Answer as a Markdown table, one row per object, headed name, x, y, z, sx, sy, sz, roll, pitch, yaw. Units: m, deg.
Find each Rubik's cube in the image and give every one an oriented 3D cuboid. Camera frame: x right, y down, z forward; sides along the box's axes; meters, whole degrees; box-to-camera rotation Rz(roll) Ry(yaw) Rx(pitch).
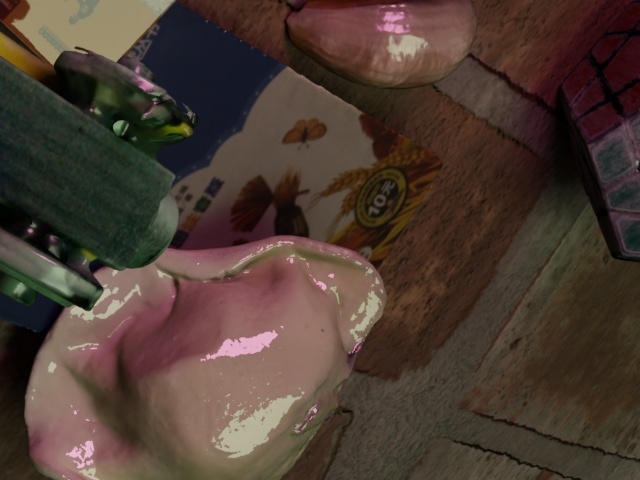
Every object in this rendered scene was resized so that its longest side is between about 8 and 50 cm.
| name | x | y | z | sx | sy | sz | roll | pitch | yaw |
| --- | --- | --- | --- | --- | --- | --- | --- | --- | --- |
| Rubik's cube | 0.394 | -0.102 | 1.947 | 0.319 | 0.264 | 0.319 | -27 | 137 | -28 |

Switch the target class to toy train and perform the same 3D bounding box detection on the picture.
| name | x | y | z | sx | sy | sz | roll | pitch | yaw |
| --- | --- | --- | --- | --- | --- | --- | --- | --- | --- |
| toy train | -0.277 | -0.105 | 1.253 | 0.442 | 0.272 | 0.179 | 36 | 79 | -52 |

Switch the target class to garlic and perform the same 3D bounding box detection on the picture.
| name | x | y | z | sx | sy | sz | roll | pitch | yaw |
| --- | --- | --- | --- | --- | --- | --- | --- | --- | --- |
| garlic | 0.075 | -0.183 | 1.687 | 0.195 | 0.101 | 0.087 | -16 | 130 | -37 |

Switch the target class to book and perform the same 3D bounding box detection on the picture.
| name | x | y | z | sx | sy | sz | roll | pitch | yaw |
| --- | --- | --- | --- | --- | --- | --- | --- | --- | --- |
| book | -0.161 | -0.207 | 1.469 | 0.172 | 0.012 | 0.118 | -48 | 123 | -4 |
| book | -0.097 | -0.020 | 1.676 | 0.428 | 0.039 | 0.300 | 26 | 101 | -48 |

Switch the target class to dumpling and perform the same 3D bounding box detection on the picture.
| name | x | y | z | sx | sy | sz | roll | pitch | yaw |
| --- | --- | --- | --- | --- | --- | --- | --- | --- | --- |
| dumpling | -0.107 | 0.107 | 1.646 | 0.243 | 0.187 | 0.318 | 39 | 83 | -9 |
